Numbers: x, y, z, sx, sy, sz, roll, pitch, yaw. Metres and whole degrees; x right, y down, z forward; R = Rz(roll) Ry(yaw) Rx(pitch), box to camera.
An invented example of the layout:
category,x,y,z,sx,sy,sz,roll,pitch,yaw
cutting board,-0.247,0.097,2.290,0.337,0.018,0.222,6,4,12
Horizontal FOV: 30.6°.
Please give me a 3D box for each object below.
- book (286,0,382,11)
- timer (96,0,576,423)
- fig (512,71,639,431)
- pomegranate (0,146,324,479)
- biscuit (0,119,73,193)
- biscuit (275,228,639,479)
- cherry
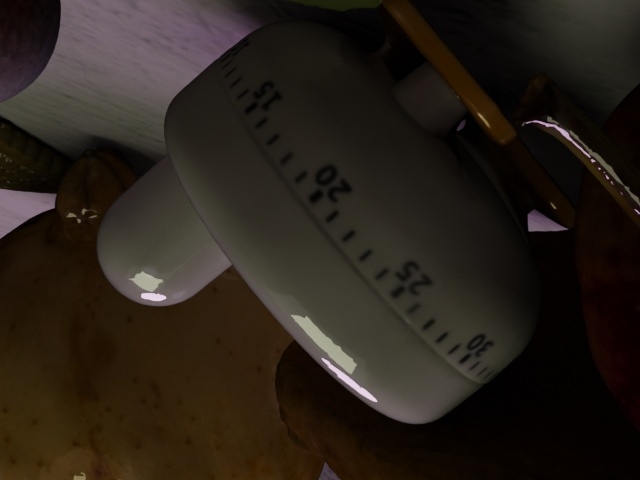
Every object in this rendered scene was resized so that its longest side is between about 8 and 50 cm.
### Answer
category,x,y,z,sx,sy,sz,roll,pitch,yaw
book,-0.143,-0.194,0.466,0.352,0.035,0.239,14,163,8
timer,0.000,0.000,0.643,0.233,0.240,0.233,49,-171,-11
fig,0.190,0.014,0.490,0.186,0.203,0.249,11,-169,22
pomegranate,-0.172,0.109,1.067,0.410,0.410,0.410,14,165,4
biscuit,-0.342,-0.098,1.039,0.172,0.029,0.254,6,162,34
biscuit,0.159,0.085,0.717,0.381,0.074,0.359,-5,-158,22
cherry,-0.184,-0.119,0.604,0.188,0.115,0.148,13,175,34
